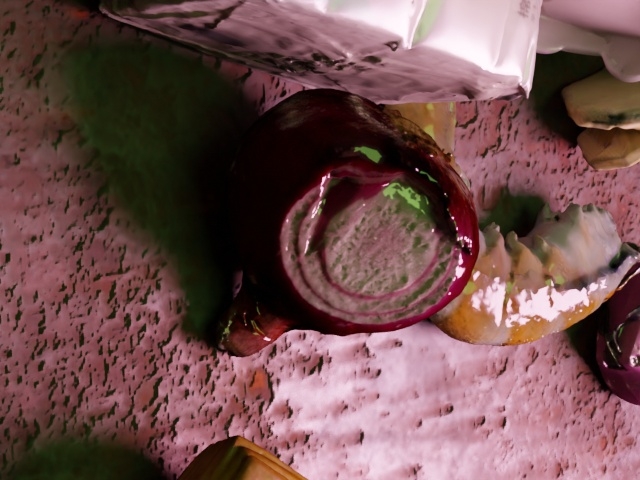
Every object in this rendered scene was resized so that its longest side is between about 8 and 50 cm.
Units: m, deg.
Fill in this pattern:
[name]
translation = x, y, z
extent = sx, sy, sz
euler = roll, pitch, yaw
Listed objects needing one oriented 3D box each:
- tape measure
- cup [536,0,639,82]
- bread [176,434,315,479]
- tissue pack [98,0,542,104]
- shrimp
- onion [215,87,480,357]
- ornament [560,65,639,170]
[tape measure]
translation = 0.279, 0.077, 1.407
extent = 0.125, 0.074, 0.118
euler = 32, 70, -36
[cup]
translation = 0.256, -0.267, 1.266
extent = 0.290, 0.219, 0.257
euler = 21, 75, -17
[bread]
translation = -0.060, 0.259, 1.086
extent = 0.210, 0.099, 0.235
euler = 40, 70, -33
[tissue pack]
translation = 0.027, -0.285, 1.087
extent = 0.266, 0.194, 0.356
euler = 14, 81, -43
[shrimp]
translation = 0.119, -0.021, 1.275
extent = 0.287, 0.068, 0.185
euler = 48, 60, -23
[onion]
translation = 0.001, -0.008, 1.129
extent = 0.173, 0.198, 0.135
euler = 42, 22, -18
[ornament]
translation = 0.294, -0.136, 1.375
extent = 0.180, 0.201, 0.059
euler = -91, 158, -68
